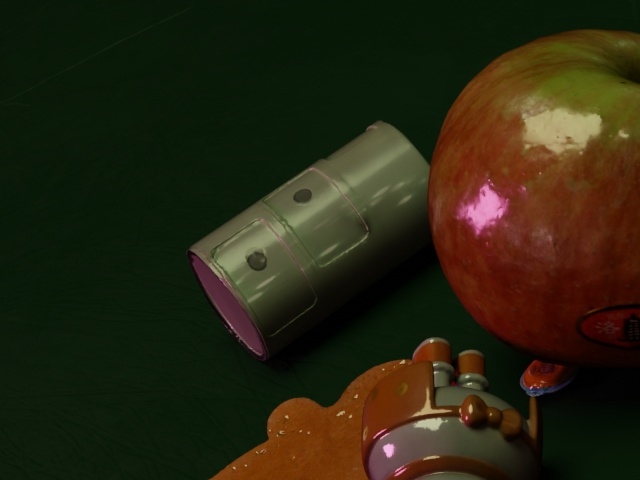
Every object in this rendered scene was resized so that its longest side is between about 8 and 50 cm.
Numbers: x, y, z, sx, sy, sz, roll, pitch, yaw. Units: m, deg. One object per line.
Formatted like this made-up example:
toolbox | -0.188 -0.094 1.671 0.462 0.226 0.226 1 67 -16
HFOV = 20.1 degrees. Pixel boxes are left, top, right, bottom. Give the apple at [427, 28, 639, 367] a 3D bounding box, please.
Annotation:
apple | 0.239 -0.024 1.415 0.309 0.250 0.277 17 27 17

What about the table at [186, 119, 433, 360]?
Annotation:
table | 0.000 0.000 1.664 0.220 0.126 0.126 -34 31 -14

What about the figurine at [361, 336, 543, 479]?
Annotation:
figurine | 0.100 0.180 1.308 0.143 0.143 0.271 -22 29 9

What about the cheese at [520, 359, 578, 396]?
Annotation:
cheese | 0.198 0.094 1.472 0.047 0.017 0.111 4 36 35

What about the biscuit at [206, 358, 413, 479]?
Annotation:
biscuit | -0.007 0.188 1.473 0.250 0.036 0.165 -38 32 -11
